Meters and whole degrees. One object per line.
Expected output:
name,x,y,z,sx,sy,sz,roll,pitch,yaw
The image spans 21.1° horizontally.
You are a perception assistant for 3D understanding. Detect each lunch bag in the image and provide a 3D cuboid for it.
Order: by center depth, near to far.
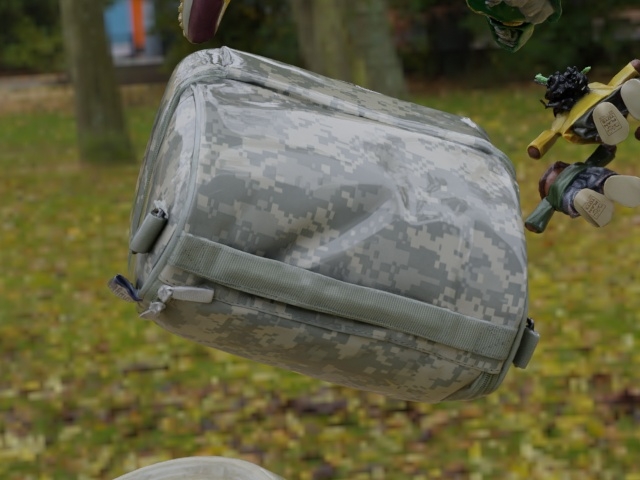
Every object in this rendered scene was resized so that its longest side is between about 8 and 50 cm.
lunch bag,0.000,0.000,1.310,0.305,0.213,0.256,17,16,-13

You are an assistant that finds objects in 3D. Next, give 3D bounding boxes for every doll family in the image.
doll family,0.177,-0.083,0.935,0.193,0.076,0.111,-35,9,-3

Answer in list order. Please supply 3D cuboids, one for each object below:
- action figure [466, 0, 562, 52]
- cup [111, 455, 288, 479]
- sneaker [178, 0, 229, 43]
action figure,0.091,-0.179,1.032,0.137,0.063,0.232,31,-7,32
cup,-0.061,0.267,1.000,0.331,0.237,0.331,-15,29,9
sneaker,-0.043,-0.219,1.236,0.084,0.185,0.069,19,24,-6
